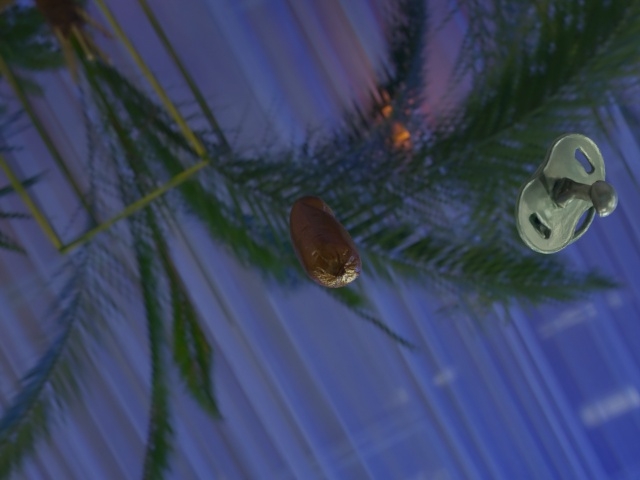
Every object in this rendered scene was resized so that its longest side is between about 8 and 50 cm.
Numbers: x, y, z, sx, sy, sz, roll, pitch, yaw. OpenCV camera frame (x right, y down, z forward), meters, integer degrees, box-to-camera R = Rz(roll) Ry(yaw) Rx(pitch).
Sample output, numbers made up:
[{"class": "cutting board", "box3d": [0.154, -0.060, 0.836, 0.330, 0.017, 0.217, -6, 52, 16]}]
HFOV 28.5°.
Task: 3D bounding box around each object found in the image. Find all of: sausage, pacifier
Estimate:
[{"class": "sausage", "box3d": [0.000, 0.000, 1.236, 0.054, 0.062, 0.183, -44, -155, 8]}, {"class": "pacifier", "box3d": [0.296, -0.047, 1.451, 0.150, 0.127, 0.116, -48, -147, -18]}]
